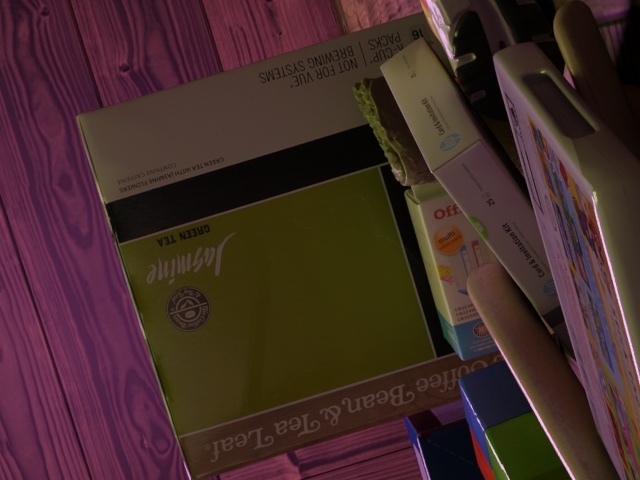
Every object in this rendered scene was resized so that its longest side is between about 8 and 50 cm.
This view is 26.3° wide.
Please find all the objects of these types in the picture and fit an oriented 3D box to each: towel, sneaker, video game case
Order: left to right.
[{"bbox_3d":[0.091,-0.087,1.036,0.148,0.110,0.027,-112,19,-55],"label":"towel"},{"bbox_3d":[0.079,-0.176,0.804,0.094,0.081,0.208,-102,-4,-64],"label":"sneaker"},{"bbox_3d":[0.133,0.041,0.608,0.206,0.026,0.227,-98,-10,-68],"label":"video game case"}]

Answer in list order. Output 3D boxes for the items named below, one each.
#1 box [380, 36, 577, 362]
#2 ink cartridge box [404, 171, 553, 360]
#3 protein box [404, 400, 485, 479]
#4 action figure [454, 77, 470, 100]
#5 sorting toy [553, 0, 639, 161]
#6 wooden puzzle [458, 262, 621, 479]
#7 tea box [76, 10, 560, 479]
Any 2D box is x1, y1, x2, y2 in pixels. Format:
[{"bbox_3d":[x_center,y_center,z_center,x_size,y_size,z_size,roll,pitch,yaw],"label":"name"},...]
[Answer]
[{"bbox_3d":[0.115,-0.024,0.858,0.186,0.038,0.145,50,-168,-31],"label":"box"},{"bbox_3d":[0.125,0.004,1.050,0.090,0.092,0.143,-109,2,-81],"label":"ink cartridge box"},{"bbox_3d":[0.172,0.241,1.267,0.201,0.136,0.200,94,159,-89],"label":"protein box"},{"bbox_3d":[0.038,-0.226,1.010,0.091,0.139,0.280,80,176,-77],"label":"action figure"},{"bbox_3d":[0.160,0.005,0.672,0.208,0.038,0.193,61,-169,-69],"label":"sorting toy"},{"bbox_3d":[0.174,0.230,0.859,0.322,0.080,0.348,-116,2,-48],"label":"wooden puzzle"},{"bbox_3d":[0.000,0.000,1.215,0.220,0.329,0.324,-134,28,-89],"label":"tea box"}]
